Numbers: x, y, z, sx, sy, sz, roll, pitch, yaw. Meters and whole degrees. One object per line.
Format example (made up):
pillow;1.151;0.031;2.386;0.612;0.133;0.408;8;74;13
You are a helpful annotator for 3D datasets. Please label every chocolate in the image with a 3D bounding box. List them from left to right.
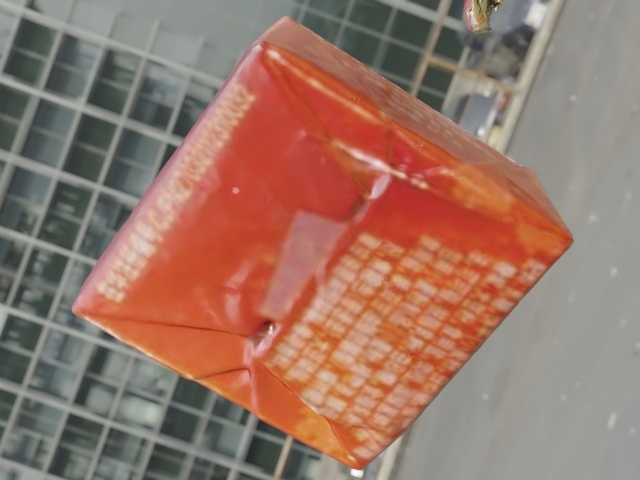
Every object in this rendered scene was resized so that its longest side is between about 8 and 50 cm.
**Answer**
chocolate;0.000;0.000;0.891;0.237;0.235;0.108;-52;16;29

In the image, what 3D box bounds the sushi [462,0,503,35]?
sushi;0.185;-0.335;1.490;0.103;0.097;0.226;-3;85;61
